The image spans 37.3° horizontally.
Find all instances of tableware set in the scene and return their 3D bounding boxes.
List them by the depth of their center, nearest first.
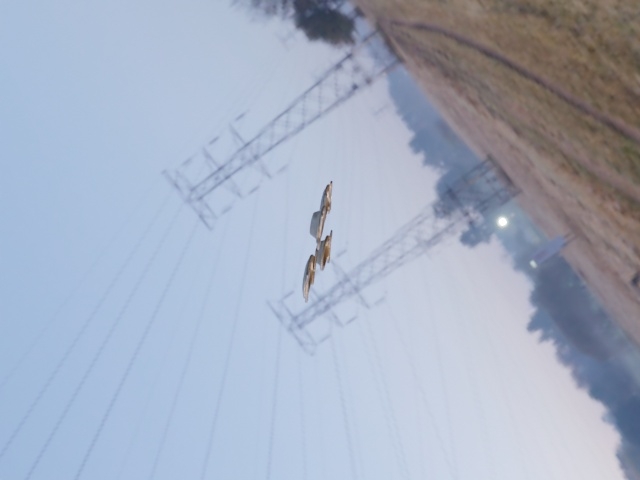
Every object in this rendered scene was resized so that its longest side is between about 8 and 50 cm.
[{"bbox_3d":[0.000,0.000,1.377,0.168,0.020,0.141,-65,-18,-64],"label":"tableware set"}]
